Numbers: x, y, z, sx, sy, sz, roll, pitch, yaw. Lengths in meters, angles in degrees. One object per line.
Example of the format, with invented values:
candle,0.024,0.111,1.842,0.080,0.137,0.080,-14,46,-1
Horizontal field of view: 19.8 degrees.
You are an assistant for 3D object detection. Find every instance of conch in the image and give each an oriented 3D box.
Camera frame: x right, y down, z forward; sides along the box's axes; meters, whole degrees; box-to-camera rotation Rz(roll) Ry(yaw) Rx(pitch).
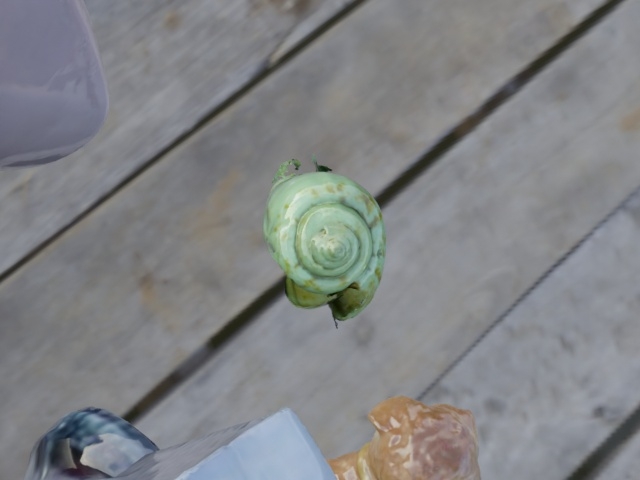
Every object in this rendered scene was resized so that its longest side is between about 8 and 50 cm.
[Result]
conch,0.000,0.000,1.228,0.079,0.170,0.105,-8,103,-5

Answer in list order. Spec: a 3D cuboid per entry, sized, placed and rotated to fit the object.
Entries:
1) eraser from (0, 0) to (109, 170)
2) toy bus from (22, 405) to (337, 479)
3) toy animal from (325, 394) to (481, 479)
eraser,-0.160,-0.070,0.587,0.243,0.204,0.059,23,38,-45
toy bus,-0.098,0.142,0.494,0.109,0.330,0.136,-33,93,-37
toy animal,0.018,0.180,1.333,0.184,0.185,0.104,5,64,-35
